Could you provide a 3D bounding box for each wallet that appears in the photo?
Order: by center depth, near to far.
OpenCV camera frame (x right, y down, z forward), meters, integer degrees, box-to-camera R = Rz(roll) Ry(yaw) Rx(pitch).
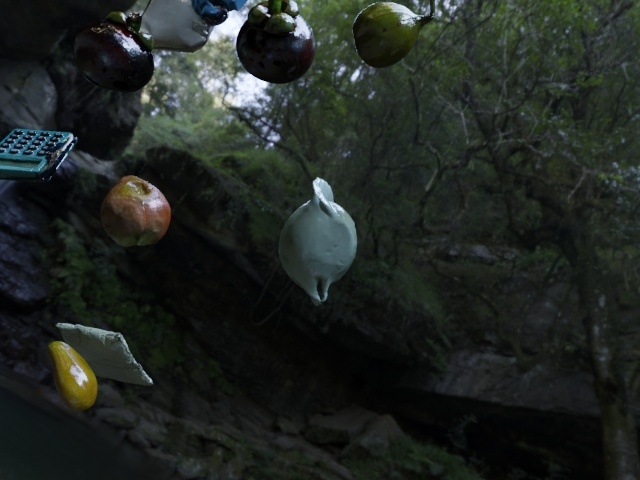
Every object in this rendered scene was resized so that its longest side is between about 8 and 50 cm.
[{"bbox_3d":[-0.467,-0.759,1.758,0.275,0.335,0.068,16,-16,12],"label":"wallet"}]

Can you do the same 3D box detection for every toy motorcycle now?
[{"bbox_3d":[-0.291,-0.763,1.605,0.182,0.272,0.123,32,-15,20],"label":"toy motorcycle"}]

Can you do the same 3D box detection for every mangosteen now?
[{"bbox_3d":[-0.569,-0.521,1.469,0.216,0.216,0.216,27,-21,11],"label":"mangosteen"},{"bbox_3d":[-0.154,-0.724,1.931,0.301,0.300,0.300,27,-21,11],"label":"mangosteen"}]

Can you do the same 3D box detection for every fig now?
[{"bbox_3d":[0.164,-0.468,1.191,0.187,0.147,0.142,-10,0,-1],"label":"fig"}]

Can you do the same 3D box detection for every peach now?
[{"bbox_3d":[-0.602,-0.099,1.707,0.214,0.214,0.235,87,-22,-65],"label":"peach"}]

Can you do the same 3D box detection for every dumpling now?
[{"bbox_3d":[0.007,0.016,1.536,0.212,0.320,0.270,42,16,27],"label":"dumpling"}]

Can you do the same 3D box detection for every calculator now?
[{"bbox_3d":[-0.996,-0.299,1.821,0.249,0.274,0.058,6,-46,5],"label":"calculator"}]

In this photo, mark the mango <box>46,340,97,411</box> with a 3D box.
[{"bbox_3d":[-0.716,0.387,1.531,0.227,0.099,0.136,51,-10,22],"label":"mango"}]

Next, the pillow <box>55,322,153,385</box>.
[{"bbox_3d":[-0.733,0.393,1.799,0.275,0.076,0.280,6,-46,22],"label":"pillow"}]
